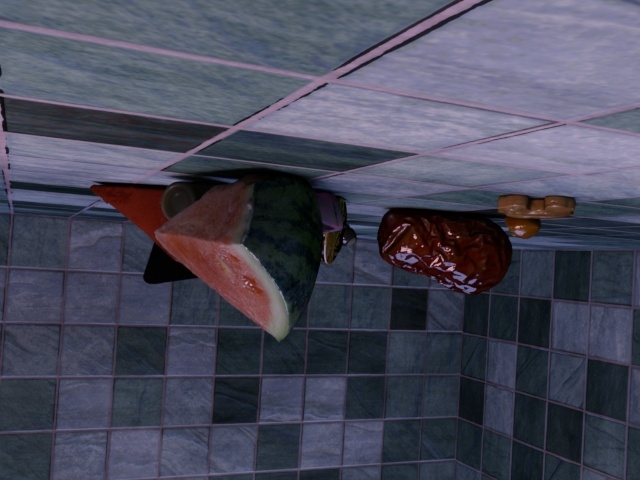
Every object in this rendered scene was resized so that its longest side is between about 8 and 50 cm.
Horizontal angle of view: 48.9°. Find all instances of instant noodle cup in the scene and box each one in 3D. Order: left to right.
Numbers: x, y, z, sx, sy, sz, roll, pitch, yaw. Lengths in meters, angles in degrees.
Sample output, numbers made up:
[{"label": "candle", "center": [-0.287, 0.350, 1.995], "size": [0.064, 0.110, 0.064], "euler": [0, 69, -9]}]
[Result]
[{"label": "instant noodle cup", "center": [-0.018, -0.029, 1.548], "size": [0.122, 0.152, 0.151], "euler": [10, 180, 15]}]

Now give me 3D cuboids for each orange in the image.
[{"label": "orange", "center": [0.471, -0.033, 1.636], "size": [0.086, 0.062, 0.086], "euler": [1, 178, 0]}]

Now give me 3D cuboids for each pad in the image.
[{"label": "pad", "center": [-0.219, 0.007, 1.706], "size": [0.375, 0.063, 0.315], "euler": [-8, -143, 7]}]

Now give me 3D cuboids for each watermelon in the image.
[{"label": "watermelon", "center": [-0.127, 0.036, 1.223], "size": [0.292, 0.251, 0.283], "euler": [-24, 156, 10]}]

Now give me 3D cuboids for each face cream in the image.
[{"label": "face cream", "center": [-0.192, -0.077, 1.455], "size": [0.137, 0.084, 0.341], "euler": [-9, 179, 25]}]

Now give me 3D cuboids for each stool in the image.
[{"label": "stool", "center": [-0.003, 0.000, 2.339], "size": [0.227, 0.140, 0.153], "euler": [6, -179, 30]}]

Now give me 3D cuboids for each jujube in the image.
[{"label": "jujube", "center": [0.306, 0.017, 1.751], "size": [0.341, 0.217, 0.216], "euler": [17, 175, -15]}]

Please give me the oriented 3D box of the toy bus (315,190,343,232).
[{"label": "toy bus", "center": [-0.097, -0.025, 1.451], "size": [0.273, 0.090, 0.112], "euler": [-18, 171, 19]}]

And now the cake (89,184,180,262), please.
[{"label": "cake", "center": [-0.369, -0.039, 1.573], "size": [0.261, 0.160, 0.158], "euler": [5, -179, 4]}]

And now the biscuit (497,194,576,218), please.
[{"label": "biscuit", "center": [0.419, -0.062, 1.374], "size": [0.143, 0.040, 0.236], "euler": [9, 177, 18]}]
